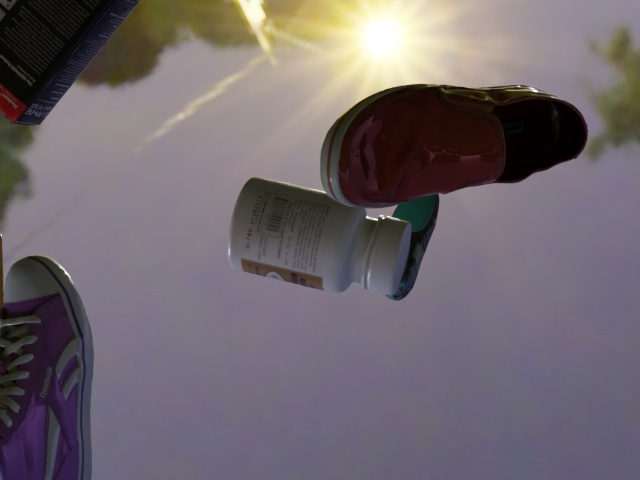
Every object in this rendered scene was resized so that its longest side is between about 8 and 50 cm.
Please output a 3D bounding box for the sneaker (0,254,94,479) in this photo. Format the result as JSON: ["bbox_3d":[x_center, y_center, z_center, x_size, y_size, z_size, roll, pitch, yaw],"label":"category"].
[{"bbox_3d":[-0.325,0.153,1.623,0.102,0.282,0.161,-13,171,34],"label":"sneaker"}]

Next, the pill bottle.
[{"bbox_3d":[0.000,0.000,2.061,0.229,0.131,0.131,13,-153,10],"label":"pill bottle"}]

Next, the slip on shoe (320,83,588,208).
[{"bbox_3d":[0.142,-0.101,1.573,0.331,0.123,0.101,-10,-166,-34],"label":"slip on shoe"}]

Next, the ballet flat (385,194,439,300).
[{"bbox_3d":[0.125,0.006,2.170,0.070,0.070,0.188,-11,-137,45],"label":"ballet flat"}]

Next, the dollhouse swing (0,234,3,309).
[{"bbox_3d":[-0.580,0.114,2.000,0.305,0.315,0.347,0,166,-18],"label":"dollhouse swing"}]

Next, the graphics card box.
[{"bbox_3d":[-0.367,-0.367,2.077,0.371,0.233,0.094,-50,170,10],"label":"graphics card box"}]
